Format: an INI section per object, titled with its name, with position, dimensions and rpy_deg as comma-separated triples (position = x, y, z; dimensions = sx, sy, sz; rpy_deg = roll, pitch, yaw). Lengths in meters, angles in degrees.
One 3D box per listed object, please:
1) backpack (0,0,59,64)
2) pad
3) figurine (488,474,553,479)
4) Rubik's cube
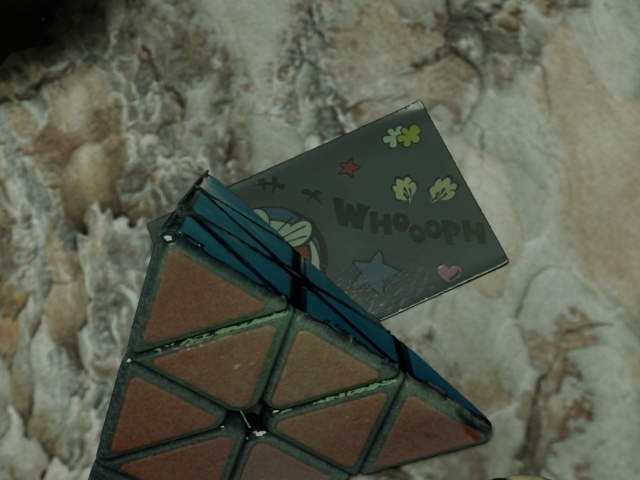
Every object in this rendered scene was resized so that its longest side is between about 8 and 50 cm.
[backpack]
position = -0.275, -0.375, 1.175
dimensions = 0.445, 0.255, 0.363
rpy_deg = -47, 62, 2
[pad]
position = 0.000, 0.000, 1.058
dimensions = 0.245, 0.006, 0.170
rpy_deg = -24, 60, -1
[figurine]
position = 0.040, 0.297, 0.782
dimensions = 0.412, 0.241, 0.306
rpy_deg = -23, 79, -11
[Rubik's cube]
position = -0.056, 0.075, 0.946
dimensions = 0.233, 0.228, 0.228
rpy_deg = -6, 13, 47
